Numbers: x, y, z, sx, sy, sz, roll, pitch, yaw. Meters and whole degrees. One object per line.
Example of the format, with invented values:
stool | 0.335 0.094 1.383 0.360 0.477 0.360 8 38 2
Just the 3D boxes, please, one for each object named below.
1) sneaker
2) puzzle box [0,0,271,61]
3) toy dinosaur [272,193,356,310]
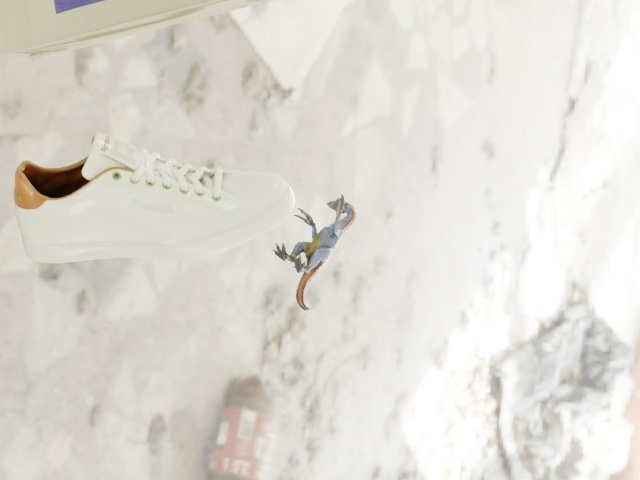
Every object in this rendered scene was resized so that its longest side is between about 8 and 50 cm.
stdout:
sneaker | -0.174 -0.051 1.203 0.106 0.290 0.123 -97 180 -58
puzzle box | -0.113 -0.293 0.514 0.052 0.272 0.409 -14 100 -36
toy dinosaur | 0.000 0.000 0.990 0.082 0.047 0.090 -24 122 -39
